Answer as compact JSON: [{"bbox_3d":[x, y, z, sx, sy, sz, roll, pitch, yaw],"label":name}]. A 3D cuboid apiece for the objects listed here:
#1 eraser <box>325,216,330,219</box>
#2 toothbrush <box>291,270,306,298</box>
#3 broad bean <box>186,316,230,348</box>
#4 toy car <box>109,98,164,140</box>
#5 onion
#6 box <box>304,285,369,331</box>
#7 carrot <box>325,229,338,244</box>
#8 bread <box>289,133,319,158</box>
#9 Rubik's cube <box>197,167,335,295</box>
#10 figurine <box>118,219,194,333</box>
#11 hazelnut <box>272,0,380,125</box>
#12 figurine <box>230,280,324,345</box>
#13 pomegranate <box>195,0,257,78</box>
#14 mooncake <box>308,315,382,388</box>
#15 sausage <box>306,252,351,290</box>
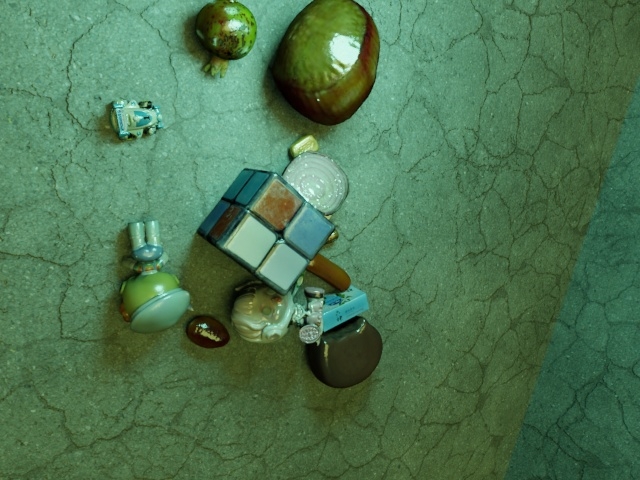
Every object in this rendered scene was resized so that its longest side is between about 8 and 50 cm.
[{"bbox_3d":[0.004,-0.114,1.874,0.076,0.078,0.298,29,83,-9],"label":"eraser"},{"bbox_3d":[-0.081,0.158,1.942,0.030,0.030,0.304,31,85,-31],"label":"toothbrush"},{"bbox_3d":[-0.423,0.348,1.771,0.165,0.084,0.114,38,66,-24],"label":"broad bean"},{"bbox_3d":[-0.578,-0.383,1.495,0.161,0.098,0.126,-10,109,-25],"label":"toy car"},{"bbox_3d":[-0.025,-0.208,1.786,0.250,0.111,0.247,36,56,-8],"label":"onion"},{"bbox_3d":[0.069,0.279,1.988,0.232,0.142,0.083,-24,112,-22],"label":"box"},{"bbox_3d":[0.000,0.000,1.936,0.161,0.055,0.055,-25,113,-16],"label":"carrot"},{"bbox_3d":[-0.065,-0.354,1.812,0.115,0.056,0.082,-40,114,-9],"label":"bread"},{"bbox_3d":[-0.197,-0.042,1.664,0.313,0.318,0.316,40,81,-29],"label":"Rubik's cube"},{"bbox_3d":[-0.579,0.127,1.565,0.224,0.205,0.382,-25,105,-28],"label":"figurine"},{"bbox_3d":[0.041,-0.613,1.649,0.421,0.353,0.421,-9,101,-53],"label":"hazelnut"},{"bbox_3d":[-0.160,0.291,1.772,0.361,0.253,0.211,10,120,-4],"label":"figurine"},{"bbox_3d":[-0.323,-0.666,1.536,0.246,0.198,0.198,-34,125,27],"label":"pomegranate"},{"bbox_3d":[0.094,0.470,2.032,0.334,0.174,0.326,45,76,-26],"label":"mooncake"},{"bbox_3d":[0.022,0.123,1.946,0.300,0.083,0.089,34,83,-39],"label":"sausage"}]
